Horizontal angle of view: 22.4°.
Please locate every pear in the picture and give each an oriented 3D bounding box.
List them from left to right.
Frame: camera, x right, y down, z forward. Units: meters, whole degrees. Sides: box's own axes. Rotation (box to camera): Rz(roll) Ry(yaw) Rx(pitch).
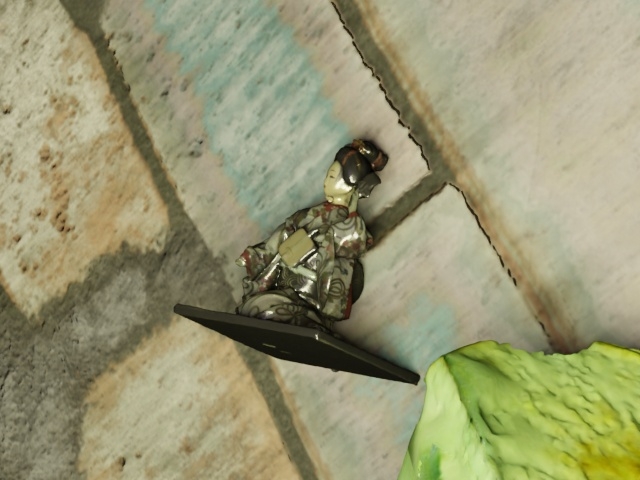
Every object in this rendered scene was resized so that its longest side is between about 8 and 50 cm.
[{"bbox_3d":[0.159,0.221,1.121,0.176,0.286,0.281,-117,37,-50],"label":"pear"}]

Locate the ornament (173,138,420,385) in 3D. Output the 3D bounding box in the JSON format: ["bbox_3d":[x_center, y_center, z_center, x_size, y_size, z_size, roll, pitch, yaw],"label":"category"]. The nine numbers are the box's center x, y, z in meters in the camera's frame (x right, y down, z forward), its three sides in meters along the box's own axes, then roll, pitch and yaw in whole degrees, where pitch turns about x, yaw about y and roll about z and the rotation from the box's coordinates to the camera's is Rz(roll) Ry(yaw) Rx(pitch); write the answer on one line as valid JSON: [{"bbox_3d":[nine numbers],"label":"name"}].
[{"bbox_3d":[0.000,0.000,1.337,0.166,0.153,0.196,7,75,37],"label":"ornament"}]
